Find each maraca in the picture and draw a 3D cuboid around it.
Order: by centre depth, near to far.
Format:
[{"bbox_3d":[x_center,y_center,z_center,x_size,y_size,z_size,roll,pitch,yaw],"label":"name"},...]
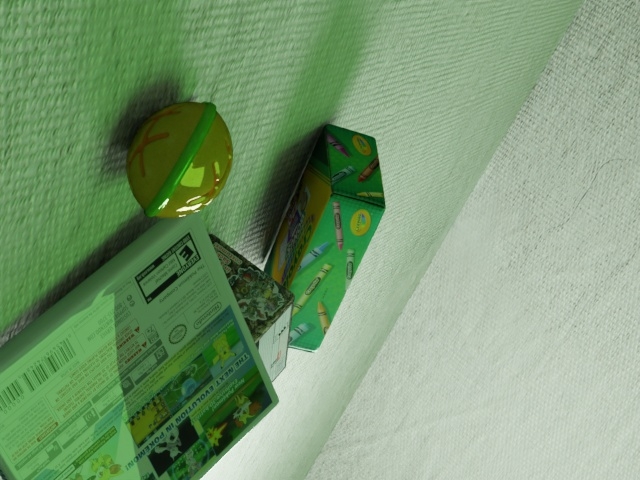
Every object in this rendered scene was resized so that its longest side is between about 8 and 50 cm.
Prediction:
[{"bbox_3d":[-0.139,-0.084,1.196,0.127,0.099,0.186,-55,-168,8],"label":"maraca"}]

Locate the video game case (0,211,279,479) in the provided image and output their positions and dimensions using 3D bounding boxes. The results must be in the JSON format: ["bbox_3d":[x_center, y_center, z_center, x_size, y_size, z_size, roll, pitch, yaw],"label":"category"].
[{"bbox_3d":[-0.207,0.171,1.324,0.329,0.036,0.300,-42,128,-30],"label":"video game case"}]

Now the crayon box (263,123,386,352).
[{"bbox_3d":[0.000,0.000,1.685,0.165,0.081,0.278,-95,-156,-52],"label":"crayon box"}]

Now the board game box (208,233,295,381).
[{"bbox_3d":[-0.180,0.179,1.554,0.291,0.141,0.232,-48,164,-26],"label":"board game box"}]
